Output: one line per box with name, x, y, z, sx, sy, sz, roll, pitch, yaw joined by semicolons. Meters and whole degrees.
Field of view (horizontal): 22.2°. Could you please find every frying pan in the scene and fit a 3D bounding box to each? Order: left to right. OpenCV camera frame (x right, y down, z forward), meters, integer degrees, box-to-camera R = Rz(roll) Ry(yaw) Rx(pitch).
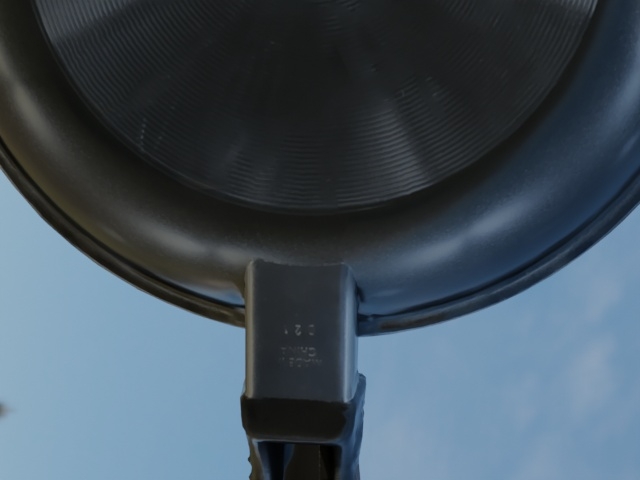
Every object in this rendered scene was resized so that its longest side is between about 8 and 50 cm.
frying pan;-0.026;-0.015;0.380;0.053;0.197;0.326;-52;166;-82
